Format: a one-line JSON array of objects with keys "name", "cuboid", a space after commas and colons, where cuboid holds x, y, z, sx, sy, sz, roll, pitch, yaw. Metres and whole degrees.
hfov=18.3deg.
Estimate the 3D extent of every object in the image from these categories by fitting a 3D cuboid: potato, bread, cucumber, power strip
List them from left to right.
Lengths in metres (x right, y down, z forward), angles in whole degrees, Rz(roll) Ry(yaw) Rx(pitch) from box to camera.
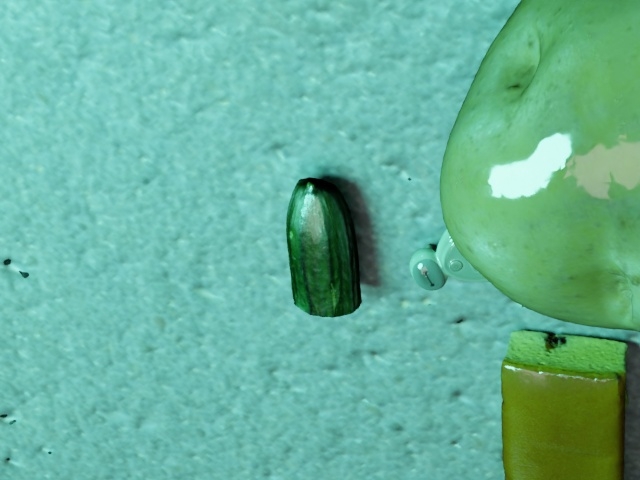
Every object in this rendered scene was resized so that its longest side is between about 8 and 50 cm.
[{"name": "cucumber", "cuboid": [0.000, 0.000, 1.307, 0.048, 0.048, 0.105, 3, 126, 12]}, {"name": "power strip", "cuboid": [0.097, 0.004, 1.300, 0.083, 0.035, 0.055, -24, 121, 15]}, {"name": "bread", "cuboid": [0.173, 0.160, 1.394, 0.088, 0.049, 0.226, 5, 131, 11]}, {"name": "potato", "cuboid": [0.230, -0.061, 1.079, 0.326, 0.221, 0.243, -7, 123, 17]}]
